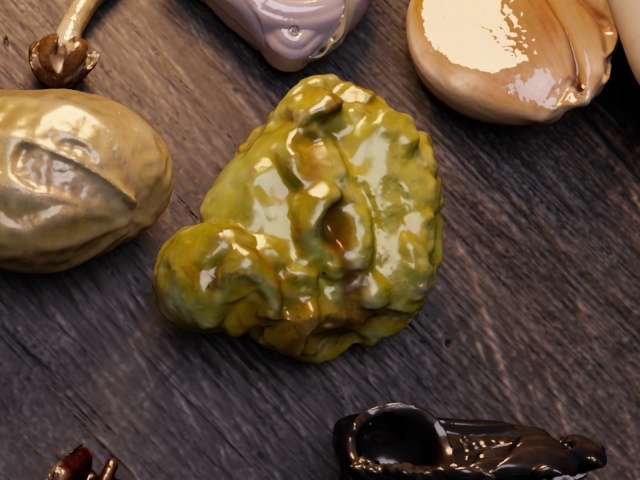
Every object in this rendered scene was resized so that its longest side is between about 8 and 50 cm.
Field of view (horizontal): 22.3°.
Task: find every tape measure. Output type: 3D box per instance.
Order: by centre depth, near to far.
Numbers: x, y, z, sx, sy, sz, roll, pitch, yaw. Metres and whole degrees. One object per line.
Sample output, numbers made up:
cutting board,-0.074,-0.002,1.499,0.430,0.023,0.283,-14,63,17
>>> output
tape measure,-0.036,-0.279,1.611,0.196,0.105,0.178,37,69,4

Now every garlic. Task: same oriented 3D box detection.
garlic,0.197,-0.202,1.632,0.217,0.110,0.228,-12,62,-2

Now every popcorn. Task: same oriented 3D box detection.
popcorn,0.000,0.000,1.494,0.225,0.174,0.286,37,70,-5

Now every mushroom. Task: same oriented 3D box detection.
mushroom,-0.219,-0.224,1.585,0.060,0.061,0.187,43,62,-26

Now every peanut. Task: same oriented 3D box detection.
peanut,-0.303,-0.053,1.464,0.340,0.158,0.174,3,71,-3

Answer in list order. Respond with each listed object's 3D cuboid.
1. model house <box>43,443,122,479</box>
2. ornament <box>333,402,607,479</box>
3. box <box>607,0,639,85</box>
model house,-0.184,0.293,1.379,0.164,0.141,0.203,24,67,9
ornament,0.133,0.193,1.410,0.251,0.260,0.106,4,77,-11
box,0.368,-0.268,1.607,0.141,0.288,0.349,-24,73,26
